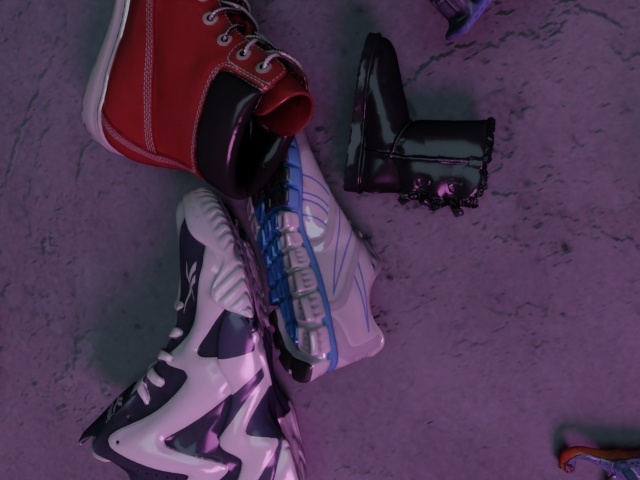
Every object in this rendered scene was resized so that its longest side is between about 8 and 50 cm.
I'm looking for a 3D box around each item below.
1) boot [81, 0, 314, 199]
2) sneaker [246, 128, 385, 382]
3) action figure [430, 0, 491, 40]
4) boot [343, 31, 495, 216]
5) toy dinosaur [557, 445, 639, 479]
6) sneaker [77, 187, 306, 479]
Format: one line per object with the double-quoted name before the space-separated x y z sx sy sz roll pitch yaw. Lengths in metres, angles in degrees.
"boot" -0.058 -0.157 0.371 0.176 0.088 0.244 21 102 34
"sneaker" 0.000 0.000 0.415 0.082 0.071 0.191 -4 77 -30
"action figure" 0.160 -0.279 0.284 0.330 0.178 0.341 32 88 -25
"boot" 0.072 -0.079 0.405 0.099 0.045 0.121 8 99 11
"toy dinosaur" 0.213 0.158 0.402 0.082 0.047 0.090 33 62 15
"sneaker" -0.108 0.091 0.409 0.153 0.094 0.235 -14 99 0
